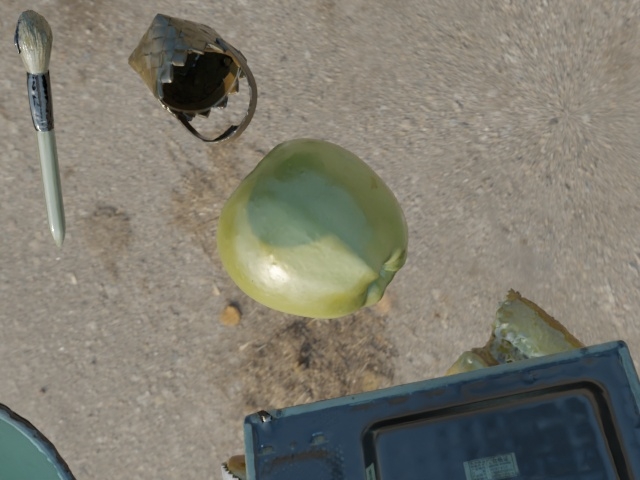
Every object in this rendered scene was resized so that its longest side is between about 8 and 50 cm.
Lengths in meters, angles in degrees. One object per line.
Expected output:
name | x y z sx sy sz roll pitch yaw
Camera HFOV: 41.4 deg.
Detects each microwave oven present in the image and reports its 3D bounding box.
microwave oven | 0.078 0.158 0.455 0.204 0.163 0.129 -14 56 9

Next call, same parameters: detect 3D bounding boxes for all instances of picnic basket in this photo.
picnic basket | -0.157 -0.210 1.131 0.128 0.137 0.178 -47 68 26

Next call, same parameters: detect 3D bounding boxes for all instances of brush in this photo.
brush | -0.321 -0.118 0.982 0.039 0.042 0.299 0 121 -9

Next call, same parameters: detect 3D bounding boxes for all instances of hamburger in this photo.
hamburger | 0.372 0.313 1.329 0.268 0.445 0.287 -45 42 -14

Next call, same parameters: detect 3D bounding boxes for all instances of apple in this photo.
apple | -0.008 -0.012 0.872 0.200 0.200 0.200 2 99 16

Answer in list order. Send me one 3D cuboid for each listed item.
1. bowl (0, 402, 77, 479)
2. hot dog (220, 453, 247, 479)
bowl | -0.353 0.270 0.593 0.185 0.353 0.354 -2 98 38
hot dog | -0.004 0.299 0.953 0.252 0.131 0.069 14 80 23
